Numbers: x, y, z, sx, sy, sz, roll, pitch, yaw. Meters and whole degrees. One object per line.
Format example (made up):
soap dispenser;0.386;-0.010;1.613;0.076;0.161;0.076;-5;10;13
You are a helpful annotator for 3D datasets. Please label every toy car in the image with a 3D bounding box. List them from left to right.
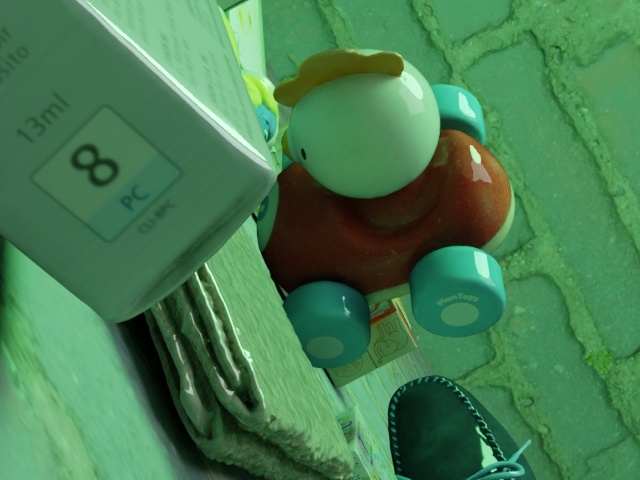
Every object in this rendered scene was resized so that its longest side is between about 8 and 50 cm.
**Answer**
toy car;0.023;-0.064;1.156;0.238;0.210;0.219;59;23;-45

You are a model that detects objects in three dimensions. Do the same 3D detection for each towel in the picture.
towel;-0.054;0.045;0.823;0.187;0.049;0.282;65;4;19

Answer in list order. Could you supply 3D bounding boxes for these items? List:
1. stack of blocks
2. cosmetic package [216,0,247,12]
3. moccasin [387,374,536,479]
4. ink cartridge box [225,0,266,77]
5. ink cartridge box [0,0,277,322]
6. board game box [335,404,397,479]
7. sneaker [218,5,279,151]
stack of blocks;0.000;0.000;1.474;0.171;0.087;0.297;60;5;-20
cosmetic package;-0.124;-0.393;1.588;0.160;0.113;0.309;46;31;-37
moccasin;0.149;0.259;1.300;0.342;0.138;0.117;63;9;28
ink cartridge box;-0.125;-0.273;1.671;0.235;0.056;0.171;59;22;-55
ink cartridge box;-0.192;-0.174;0.562;0.385;0.091;0.308;41;14;-25
board game box;0.040;0.191;1.143;0.103;0.026;0.154;61;4;-5
sneaker;-0.086;-0.083;1.150;0.240;0.091;0.126;55;27;-63
